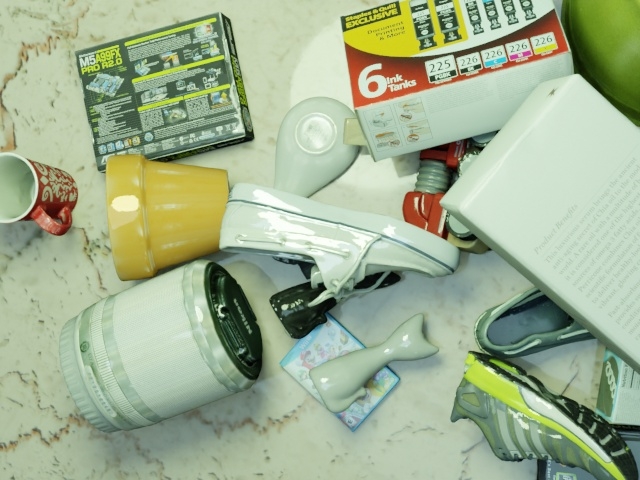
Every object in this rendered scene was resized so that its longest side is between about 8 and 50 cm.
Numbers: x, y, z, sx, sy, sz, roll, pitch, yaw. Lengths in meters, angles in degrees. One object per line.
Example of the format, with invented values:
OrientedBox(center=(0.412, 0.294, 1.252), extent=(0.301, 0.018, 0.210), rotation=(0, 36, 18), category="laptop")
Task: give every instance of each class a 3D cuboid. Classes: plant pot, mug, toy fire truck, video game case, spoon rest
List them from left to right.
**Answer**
OrientedBox(center=(-0.480, -0.065, 1.666), extent=(0.113, 0.169, 0.150), rotation=(-19, 86, 10), category="mug")
OrientedBox(center=(-0.239, -0.044, 1.615), extent=(0.188, 0.205, 0.205), rotation=(-5, 88, -5), category="plant pot")
OrientedBox(center=(-0.040, -0.114, 1.633), extent=(0.137, 0.084, 0.276), rotation=(33, 82, 9), category="spoon rest")
OrientedBox(center=(0.031, 0.215, 1.633), extent=(0.166, 0.015, 0.119), rotation=(42, 97, 10), category="video game case")
OrientedBox(center=(0.165, -0.108, 1.560), extent=(0.246, 0.158, 0.217), rotation=(11, 86, 32), category="toy fire truck")
OrientedBox(center=(0.524, -0.354, 1.371), extent=(0.367, 0.353, 0.366), rotation=(0, 88, 12), category="plant pot")

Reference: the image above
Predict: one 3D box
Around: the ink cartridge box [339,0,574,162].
OrientedBox(center=(0.196, -0.291, 1.491), extent=(0.310, 0.130, 0.271), rotation=(-14, 52, 10), category="ink cartridge box")

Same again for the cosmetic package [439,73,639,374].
OrientedBox(center=(0.410, 0.014, 1.330), extent=(0.453, 0.161, 0.230), rotation=(40, 91, -7), category="cosmetic package")

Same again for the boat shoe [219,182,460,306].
OrientedBox(center=(0.019, 0.032, 1.500), extent=(0.367, 0.136, 0.156), rotation=(15, 78, 3), category="boat shoe")

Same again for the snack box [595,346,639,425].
OrientedBox(center=(0.526, 0.115, 1.467), extent=(0.187, 0.060, 0.321), rotation=(8, 94, -12), category="snack box")

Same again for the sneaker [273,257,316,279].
OrientedBox(center=(0.001, 0.000, 1.625), extent=(0.170, 0.051, 0.089), rotation=(-33, 87, 13), category="sneaker")

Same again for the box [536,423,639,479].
OrientedBox(center=(0.480, 0.478, 1.492), extent=(0.318, 0.097, 0.394), rotation=(3, 88, 10), category="box")

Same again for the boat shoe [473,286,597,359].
OrientedBox(center=(0.389, 0.104, 1.516), extent=(0.320, 0.099, 0.116), rotation=(-20, 82, 9), category="boat shoe")

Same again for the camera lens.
OrientedBox(center=(-0.245, 0.169, 1.586), extent=(0.274, 0.219, 0.219), rotation=(-22, 85, 10), category="camera lens")

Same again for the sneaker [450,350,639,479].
OrientedBox(center=(0.321, 0.282, 1.448), extent=(0.300, 0.111, 0.121), rotation=(34, 108, 31), category="sneaker")

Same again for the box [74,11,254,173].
OrientedBox(center=(-0.264, -0.245, 1.682), extent=(0.270, 0.060, 0.216), rotation=(-13, 86, 11), category="box")

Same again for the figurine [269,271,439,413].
OrientedBox(center=(0.058, 0.137, 1.585), extent=(0.209, 0.092, 0.215), rotation=(-29, 81, -3), category="figurine")
